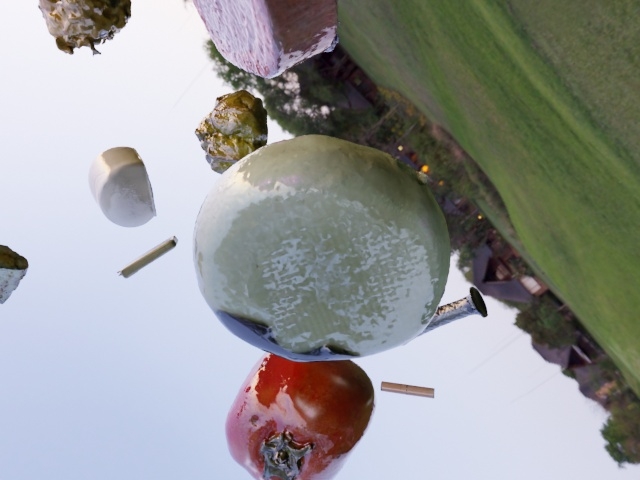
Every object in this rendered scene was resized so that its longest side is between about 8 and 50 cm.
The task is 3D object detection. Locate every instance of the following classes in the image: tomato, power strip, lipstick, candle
[{"bbox_3d":[-0.039,0.379,1.036,0.293,0.325,0.290,21,-157,6],"label":"tomato"},{"bbox_3d":[-0.438,0.045,1.194,0.028,0.169,0.076,59,176,-15],"label":"power strip"},{"bbox_3d":[0.153,0.263,0.829,0.019,0.094,0.019,3,-90,-73],"label":"lipstick"},{"bbox_3d":[-0.120,-0.349,0.627,0.317,0.131,0.287,57,167,2],"label":"candle"}]

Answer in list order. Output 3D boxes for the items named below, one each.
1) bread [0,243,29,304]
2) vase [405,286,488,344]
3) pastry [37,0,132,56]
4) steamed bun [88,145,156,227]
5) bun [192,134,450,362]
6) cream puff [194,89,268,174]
[{"bbox_3d":[-0.719,0.074,1.005,0.128,0.232,0.088,8,-123,-43],"label":"bread"},{"bbox_3d":[0.211,0.137,0.847,0.059,0.167,0.059,38,-143,-37],"label":"vase"},{"bbox_3d":[-0.166,-0.207,0.320,0.056,0.140,0.080,10,-142,8],"label":"pastry"},{"bbox_3d":[-0.623,-0.158,1.471,0.164,0.242,0.146,-23,-130,-28],"label":"steamed bun"},{"bbox_3d":[0.000,0.000,0.536,0.283,0.283,0.179,37,-154,-24],"label":"bun"},{"bbox_3d":[-0.231,-0.284,1.284,0.244,0.196,0.244,-7,-90,-86],"label":"cream puff"}]
